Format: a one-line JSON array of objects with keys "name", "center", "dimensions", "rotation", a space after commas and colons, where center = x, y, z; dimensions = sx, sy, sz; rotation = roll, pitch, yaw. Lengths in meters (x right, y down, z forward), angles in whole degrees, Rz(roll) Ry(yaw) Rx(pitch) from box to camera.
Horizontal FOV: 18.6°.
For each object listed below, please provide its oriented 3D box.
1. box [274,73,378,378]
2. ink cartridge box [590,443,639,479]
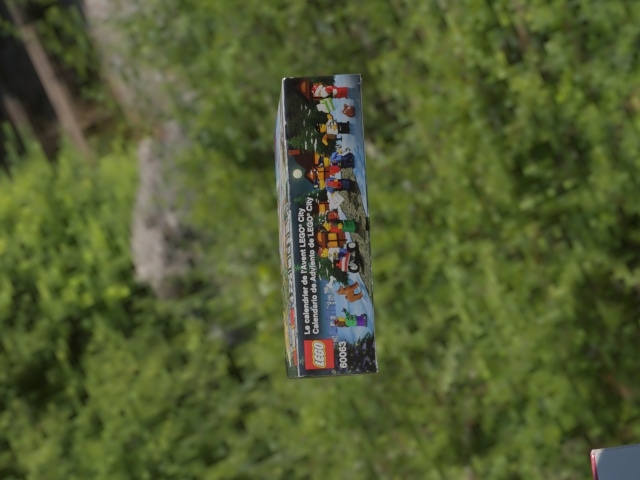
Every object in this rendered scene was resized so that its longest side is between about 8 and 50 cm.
[{"name": "box", "center": [0.000, 0.000, 1.131], "dimensions": [0.233, 0.044, 0.159], "rotation": [117, 150, -85]}, {"name": "ink cartridge box", "center": [0.235, 0.215, 1.383], "dimensions": [0.150, 0.063, 0.109], "rotation": [56, -155, -65]}]
